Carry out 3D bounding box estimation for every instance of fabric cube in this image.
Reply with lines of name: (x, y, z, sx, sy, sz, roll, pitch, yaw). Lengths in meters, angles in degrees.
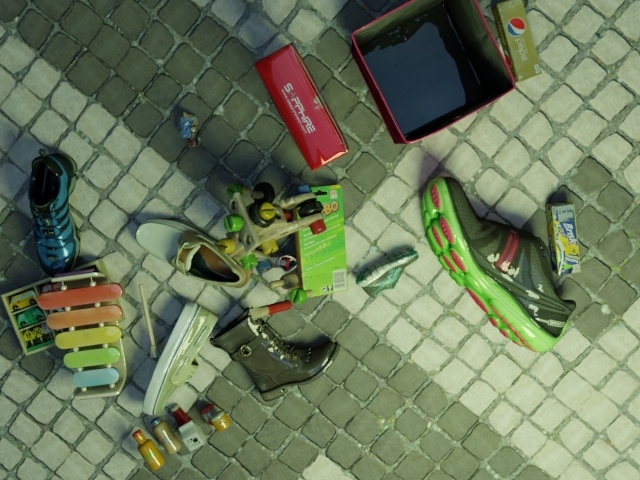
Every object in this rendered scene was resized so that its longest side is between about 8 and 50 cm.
fabric cube: (0.229, -0.373, 1.416, 0.254, 0.258, 0.259, -27, 96, 4)

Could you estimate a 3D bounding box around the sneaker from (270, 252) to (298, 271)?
sneaker: (-0.106, 0.053, 1.580, 0.118, 0.067, 0.042, -4, 97, 2)

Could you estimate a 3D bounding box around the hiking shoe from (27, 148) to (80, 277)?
hiking shoe: (-0.648, -0.059, 1.543, 0.113, 0.132, 0.304, -2, 93, 4)

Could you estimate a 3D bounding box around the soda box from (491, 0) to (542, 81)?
soda box: (0.450, -0.459, 1.494, 0.058, 0.061, 0.182, -17, 97, 4)

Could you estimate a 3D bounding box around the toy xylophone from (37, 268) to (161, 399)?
toy xylophone: (-0.527, 0.215, 1.573, 0.236, 0.081, 0.323, -16, 97, 3)

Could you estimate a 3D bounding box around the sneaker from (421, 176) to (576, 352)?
sneaker: (0.413, 0.036, 1.529, 0.202, 0.185, 0.483, -40, 98, -11)

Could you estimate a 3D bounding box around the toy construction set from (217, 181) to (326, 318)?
toy construction set: (-0.141, 0.020, 1.435, 0.257, 0.237, 0.309, -4, 93, 36)

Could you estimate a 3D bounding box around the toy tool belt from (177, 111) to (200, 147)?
toy tool belt: (-0.315, -0.263, 1.552, 0.052, 0.051, 0.083, -6, 98, 3)

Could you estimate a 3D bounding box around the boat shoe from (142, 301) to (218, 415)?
boat shoe: (-0.348, 0.301, 1.605, 0.094, 0.109, 0.303, 24, 95, -3)

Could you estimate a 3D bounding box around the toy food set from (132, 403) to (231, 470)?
toy food set: (-0.342, 0.460, 1.621, 0.232, 0.111, 0.105, -31, 96, 8)

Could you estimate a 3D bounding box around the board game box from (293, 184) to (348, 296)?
board game box: (0.000, 0.000, 1.560, 0.124, 0.039, 0.260, -8, 101, -27)

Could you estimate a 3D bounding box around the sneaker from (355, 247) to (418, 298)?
sneaker: (0.171, 0.081, 1.587, 0.166, 0.065, 0.076, -30, 112, 9)

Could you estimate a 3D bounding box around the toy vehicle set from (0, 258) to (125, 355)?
toy vehicle set: (-0.643, 0.167, 1.630, 0.266, 0.035, 0.166, -20, 97, 4)

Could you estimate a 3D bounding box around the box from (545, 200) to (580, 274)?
box: (0.578, -0.006, 1.552, 0.054, 0.059, 0.169, -7, 97, 4)

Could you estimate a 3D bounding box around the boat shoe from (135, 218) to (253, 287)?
boat shoe: (-0.308, 0.028, 1.565, 0.302, 0.103, 0.113, 20, 98, -1)

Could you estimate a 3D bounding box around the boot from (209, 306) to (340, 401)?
boot: (-0.111, 0.254, 1.583, 0.262, 0.091, 0.229, -32, 104, 8)

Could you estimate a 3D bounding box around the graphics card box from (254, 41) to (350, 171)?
graphics card box: (-0.031, -0.270, 1.382, 0.094, 0.371, 0.233, -29, 97, 5)
